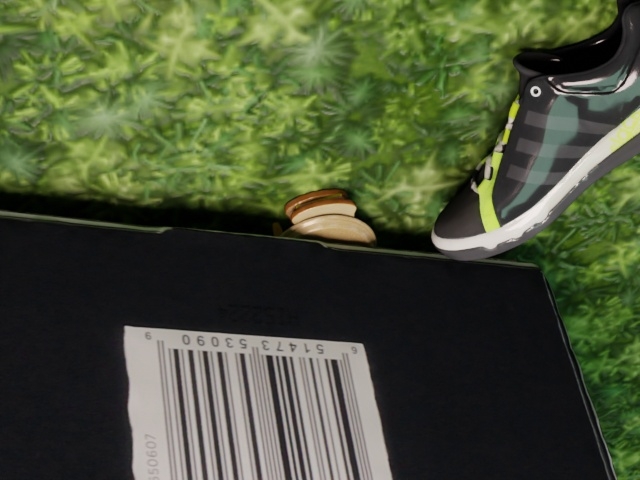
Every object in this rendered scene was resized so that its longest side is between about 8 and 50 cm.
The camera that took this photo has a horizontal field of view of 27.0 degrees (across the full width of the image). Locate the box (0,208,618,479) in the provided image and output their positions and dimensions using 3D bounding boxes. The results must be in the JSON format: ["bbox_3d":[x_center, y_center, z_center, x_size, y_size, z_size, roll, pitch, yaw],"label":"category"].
[{"bbox_3d":[-0.107,0.247,0.976,0.480,0.297,0.471,5,140,-21],"label":"box"}]

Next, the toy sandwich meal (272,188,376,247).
[{"bbox_3d":[0.000,0.000,0.953,0.086,0.029,0.085,-8,141,-6],"label":"toy sandwich meal"}]

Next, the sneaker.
[{"bbox_3d":[0.150,-0.083,0.888,0.235,0.084,0.097,-39,109,23],"label":"sneaker"}]
